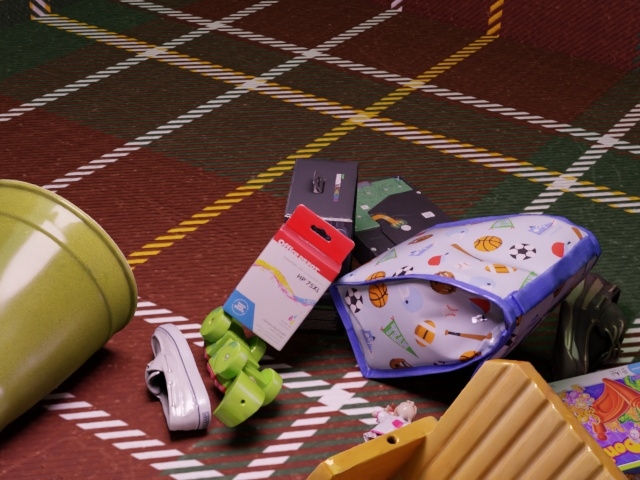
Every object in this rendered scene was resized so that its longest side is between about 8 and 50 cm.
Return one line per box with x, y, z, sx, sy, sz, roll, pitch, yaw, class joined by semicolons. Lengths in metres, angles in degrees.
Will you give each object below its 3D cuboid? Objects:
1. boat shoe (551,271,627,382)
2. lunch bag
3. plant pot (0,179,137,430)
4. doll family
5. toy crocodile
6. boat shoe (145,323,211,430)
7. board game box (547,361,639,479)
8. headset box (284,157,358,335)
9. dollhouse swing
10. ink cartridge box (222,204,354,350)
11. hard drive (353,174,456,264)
0.519;0.162;2.104;0.130;0.132;0.355;10;33;12;boat shoe
0.275;0.097;1.994;0.385;0.239;0.328;-13;13;46;lunch bag
-0.558;0.146;1.872;0.366;0.366;0.353;14;44;18;plant pot
0.195;0.349;1.814;0.263;0.118;0.163;6;33;42;doll family
-0.157;0.217;1.971;0.105;0.115;0.340;-45;26;6;toy crocodile
-0.268;0.237;1.948;0.084;0.095;0.258;-6;31;-23;boat shoe
0.464;0.334;1.866;0.347;0.078;0.233;-10;33;-20;board game box
0.000;0.000;2.179;0.131;0.283;0.246;5;32;2;headset box
0.179;0.375;1.472;0.315;0.305;0.347;-15;54;-33;dollhouse swing
-0.056;0.065;1.996;0.134;0.231;0.078;36;10;-2;ink cartridge box
0.161;-0.028;2.448;0.237;0.064;0.339;-13;36;-25;hard drive
